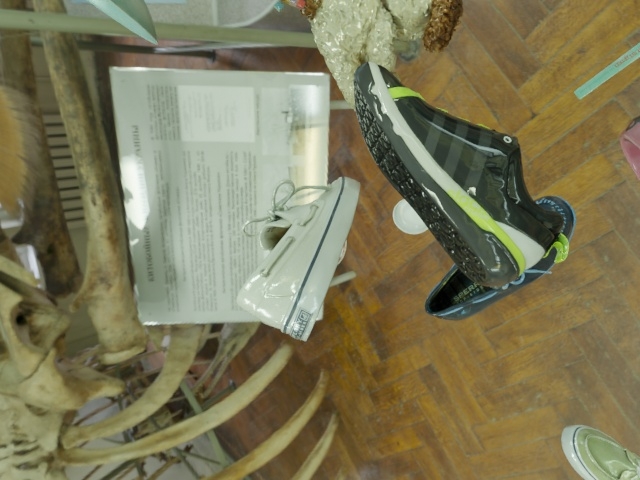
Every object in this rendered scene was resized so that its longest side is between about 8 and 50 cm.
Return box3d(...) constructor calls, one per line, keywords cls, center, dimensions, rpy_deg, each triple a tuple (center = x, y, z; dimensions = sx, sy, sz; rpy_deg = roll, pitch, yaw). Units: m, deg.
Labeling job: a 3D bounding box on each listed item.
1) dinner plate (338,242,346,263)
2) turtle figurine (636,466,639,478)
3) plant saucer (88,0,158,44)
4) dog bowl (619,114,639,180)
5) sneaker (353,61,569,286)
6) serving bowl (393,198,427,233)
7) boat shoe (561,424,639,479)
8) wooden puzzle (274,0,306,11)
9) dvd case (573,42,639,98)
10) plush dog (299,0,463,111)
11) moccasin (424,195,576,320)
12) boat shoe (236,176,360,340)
box3d(cls="dinner plate", center=(0.000, 0.000, 1.067), dimensions=(0.017, 0.141, 0.141), rpy_deg=(-10, 95, 55))
box3d(cls="turtle figurine", center=(0.312, 0.171, 0.328), dimensions=(0.118, 0.175, 0.234), rpy_deg=(21, 160, 44))
box3d(cls="plant saucer", center=(-0.256, -0.292, 0.501), dimensions=(0.195, 0.195, 0.037), rpy_deg=(36, 94, 37))
box3d(cls="dog bowl", center=(0.835, -0.142, 1.021), dimensions=(0.150, 0.408, 0.408), rpy_deg=(-35, 74, 26))
box3d(cls="sneaker", center=(0.118, -0.069, 0.404), dimensions=(0.234, 0.097, 0.084), rpy_deg=(57, 175, 11))
box3d(cls="serving bowl", center=(0.197, -0.056, 0.974), dimensions=(0.083, 0.027, 0.083), rpy_deg=(9, 119, 16))
box3d(cls="boat shoe", center=(0.637, 0.478, 0.941), dimensions=(0.302, 0.109, 0.094), rpy_deg=(35, 150, -2))
box3d(cls="wooden puzzle", center=(-0.038, -0.326, 0.591), dimensions=(0.006, 0.049, 0.083), rpy_deg=(143, 145, -71))
box3d(cls="dvd case", center=(0.328, -0.196, 0.476), dimensions=(0.013, 0.119, 0.087), rpy_deg=(53, 153, 4))
box3d(cls="plush dog", center=(0.097, -0.363, 0.702), dimensions=(0.225, 0.211, 0.262), rpy_deg=(-20, 65, 23))
box3d(cls="moccasin", center=(0.333, 0.058, 0.879), dimensions=(0.137, 0.117, 0.342), rpy_deg=(56, 131, 32))
box3d(cls="boat shoe", center=(-0.042, -0.010, 0.716), dimensions=(0.157, 0.367, 0.135), rpy_deg=(22, 129, 1))
